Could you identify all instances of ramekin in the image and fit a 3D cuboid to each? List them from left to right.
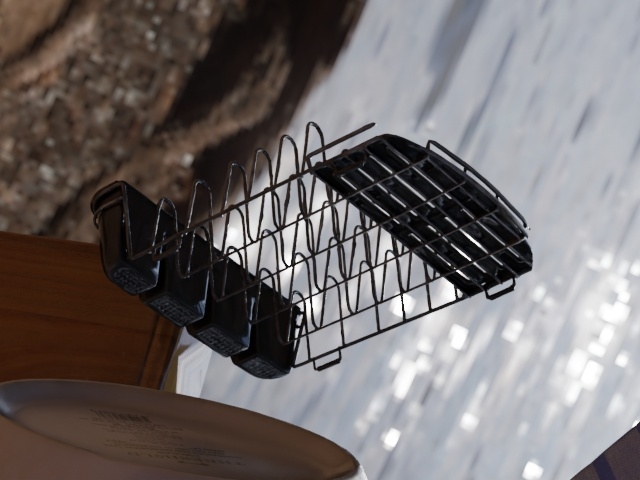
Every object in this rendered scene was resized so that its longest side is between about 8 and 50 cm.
[{"bbox_3d":[-0.073,0.130,0.815,0.207,0.207,0.109,-3,105,-69],"label":"ramekin"}]

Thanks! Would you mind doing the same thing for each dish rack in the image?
[{"bbox_3d":[0.000,0.000,1.329,0.208,0.271,0.074,36,41,-41],"label":"dish rack"}]

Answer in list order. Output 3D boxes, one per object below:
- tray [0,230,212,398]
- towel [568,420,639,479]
[{"bbox_3d":[-0.290,0.092,1.525,0.076,0.411,0.202,44,57,-60],"label":"tray"},{"bbox_3d":[0.295,0.271,1.593,0.034,0.285,0.209,25,124,-36],"label":"towel"}]
